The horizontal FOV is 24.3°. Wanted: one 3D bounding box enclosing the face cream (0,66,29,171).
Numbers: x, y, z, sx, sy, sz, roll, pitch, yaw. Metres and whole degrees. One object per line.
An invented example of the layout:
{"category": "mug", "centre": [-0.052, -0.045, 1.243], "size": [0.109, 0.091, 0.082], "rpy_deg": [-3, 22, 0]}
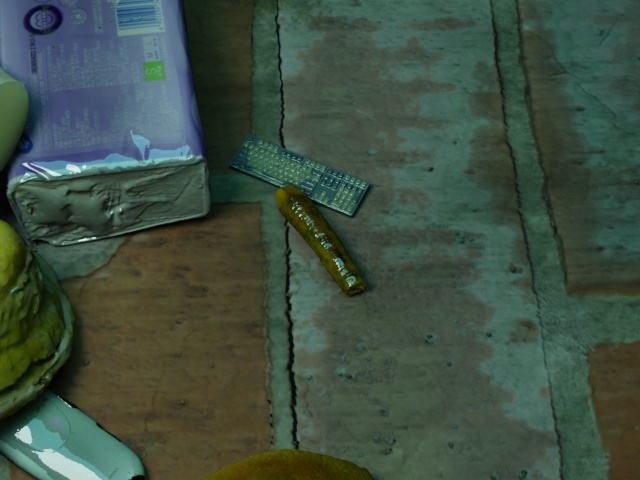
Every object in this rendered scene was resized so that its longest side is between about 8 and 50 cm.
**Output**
{"category": "face cream", "centre": [-0.461, -0.162, 1.802], "size": [0.173, 0.081, 0.348], "rpy_deg": [-51, 39, -4]}

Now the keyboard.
{"category": "keyboard", "centre": [-0.027, -0.083, 1.900], "size": [0.176, 0.014, 0.055], "rpy_deg": [23, 63, 14]}

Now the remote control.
{"category": "remote control", "centre": [-0.310, 0.218, 1.685], "size": [0.256, 0.045, 0.097], "rpy_deg": [28, 62, 14]}

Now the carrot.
{"category": "carrot", "centre": [0.000, 0.000, 1.832], "size": [0.042, 0.042, 0.171], "rpy_deg": [-27, 64, -17]}

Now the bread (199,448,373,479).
{"category": "bread", "centre": [-0.045, 0.298, 1.585], "size": [0.260, 0.134, 0.129], "rpy_deg": [-11, 57, -8]}

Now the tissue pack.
{"category": "tissue pack", "centre": [-0.274, -0.175, 1.868], "size": [0.242, 0.160, 0.338], "rpy_deg": [-8, 59, -4]}

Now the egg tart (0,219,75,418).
{"category": "egg tart", "centre": [-0.437, 0.056, 1.678], "size": [0.345, 0.132, 0.345], "rpy_deg": [11, 38, -9]}
